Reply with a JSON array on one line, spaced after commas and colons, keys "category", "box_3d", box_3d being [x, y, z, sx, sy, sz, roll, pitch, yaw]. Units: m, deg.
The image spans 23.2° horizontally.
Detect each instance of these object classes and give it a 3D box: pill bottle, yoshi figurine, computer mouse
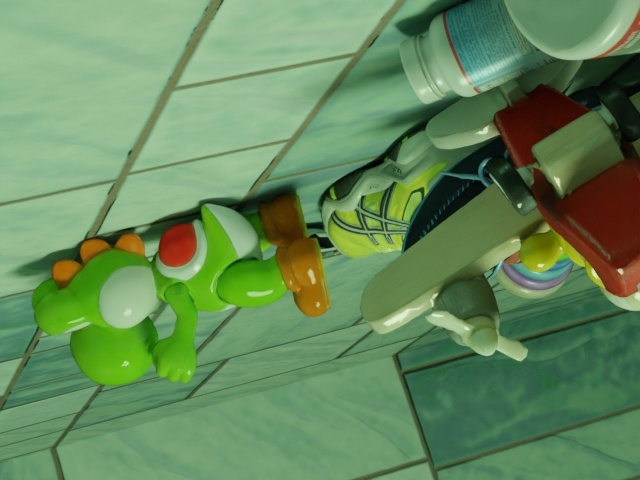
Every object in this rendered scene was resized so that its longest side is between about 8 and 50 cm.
[{"category": "pill bottle", "box_3d": [0.303, -0.241, 1.303, 0.283, 0.161, 0.161, -10, 166, -33]}, {"category": "yoshi figurine", "box_3d": [-0.175, 0.078, 1.971, 0.362, 0.203, 0.203, -14, 174, -6]}, {"category": "pill bottle", "box_3d": [0.161, -0.191, 1.496, 0.160, 0.087, 0.087, -22, 167, 18]}, {"category": "computer mouse", "box_3d": [0.000, 0.000, 2.229, 0.106, 0.042, 0.193, -21, 174, 34]}]

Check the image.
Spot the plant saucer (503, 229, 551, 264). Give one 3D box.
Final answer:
[{"category": "plant saucer", "box_3d": [0.359, -0.069, 2.086, 0.258, 0.048, 0.259, -22, 159, -45]}]

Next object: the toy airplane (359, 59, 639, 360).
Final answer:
[{"category": "toy airplane", "box_3d": [0.259, -0.049, 1.558, 0.386, 0.272, 0.384, -15, -152, 46]}]

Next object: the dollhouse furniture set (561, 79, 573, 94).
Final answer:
[{"category": "dollhouse furniture set", "box_3d": [0.244, -0.198, 1.777, 0.114, 0.091, 0.081, -39, 147, -55]}]

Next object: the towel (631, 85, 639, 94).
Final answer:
[{"category": "towel", "box_3d": [0.316, -0.066, 2.153, 0.370, 0.040, 0.271, -38, 166, 7]}]

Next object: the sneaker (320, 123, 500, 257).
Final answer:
[{"category": "sneaker", "box_3d": [0.116, -0.033, 1.994, 0.145, 0.147, 0.384, -14, 169, -26]}]

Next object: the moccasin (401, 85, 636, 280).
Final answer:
[{"category": "moccasin", "box_3d": [0.233, -0.073, 1.782, 0.342, 0.138, 0.117, -44, -165, -11]}]

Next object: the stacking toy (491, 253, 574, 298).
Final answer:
[{"category": "stacking toy", "box_3d": [0.377, -0.023, 2.509, 0.141, 0.141, 0.330, -15, 161, -15]}]
